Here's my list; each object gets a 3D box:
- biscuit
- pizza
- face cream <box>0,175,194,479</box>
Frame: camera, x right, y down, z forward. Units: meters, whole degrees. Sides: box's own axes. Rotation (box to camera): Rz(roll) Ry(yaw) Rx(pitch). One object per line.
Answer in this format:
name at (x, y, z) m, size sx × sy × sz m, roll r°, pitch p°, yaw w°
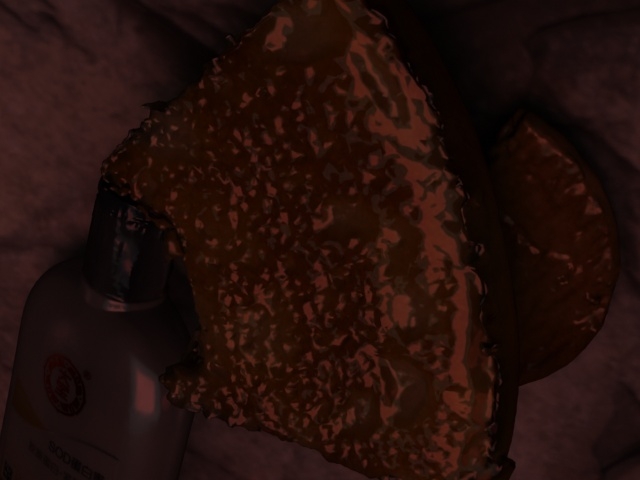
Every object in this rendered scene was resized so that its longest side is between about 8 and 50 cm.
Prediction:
biscuit at (0.093, 0.020, 1.122) m, size 0.144 × 0.033 × 0.224 m, roll 39°, pitch 132°, yaw -10°
pizza at (0.000, 0.000, 1.077) m, size 0.223 × 0.089 × 0.323 m, roll -8°, pitch 106°, yaw 28°
face cream at (-0.133, 0.088, 1.211) m, size 0.144 × 0.071 × 0.291 m, roll 37°, pitch 126°, yaw 30°
